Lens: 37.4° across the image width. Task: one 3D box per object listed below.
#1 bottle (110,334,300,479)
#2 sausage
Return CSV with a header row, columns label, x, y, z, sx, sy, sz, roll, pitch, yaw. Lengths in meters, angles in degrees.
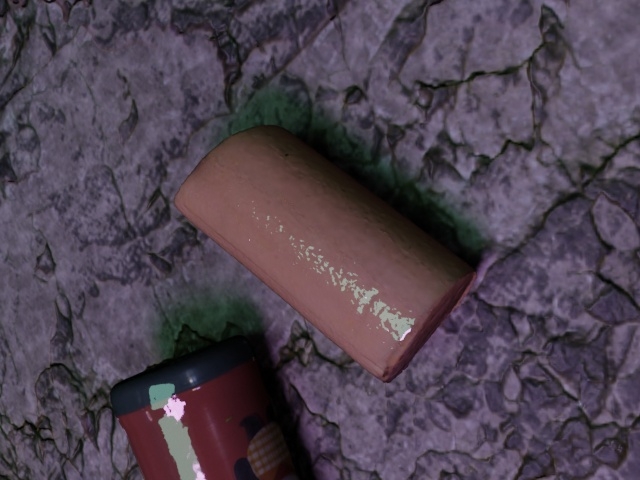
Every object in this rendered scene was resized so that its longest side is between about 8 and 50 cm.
label,x,y,z,sx,sy,sz,roll,pitch,yaw
bottle,-0.075,0.268,0.898,0.144,0.144,0.336,-22,90,32
sausage,0.000,0.000,0.812,0.253,0.123,0.123,39,116,19
